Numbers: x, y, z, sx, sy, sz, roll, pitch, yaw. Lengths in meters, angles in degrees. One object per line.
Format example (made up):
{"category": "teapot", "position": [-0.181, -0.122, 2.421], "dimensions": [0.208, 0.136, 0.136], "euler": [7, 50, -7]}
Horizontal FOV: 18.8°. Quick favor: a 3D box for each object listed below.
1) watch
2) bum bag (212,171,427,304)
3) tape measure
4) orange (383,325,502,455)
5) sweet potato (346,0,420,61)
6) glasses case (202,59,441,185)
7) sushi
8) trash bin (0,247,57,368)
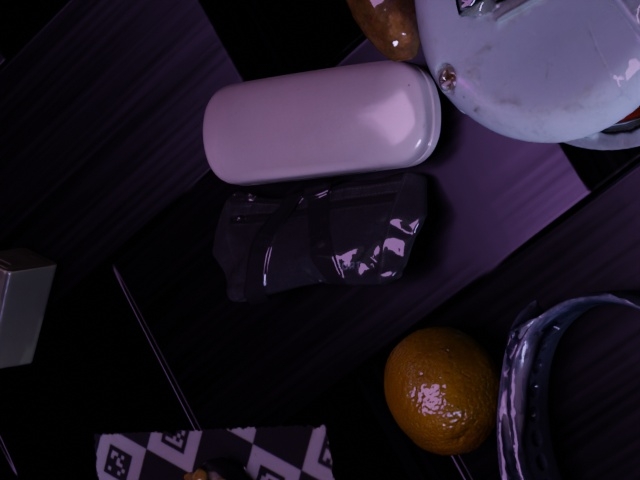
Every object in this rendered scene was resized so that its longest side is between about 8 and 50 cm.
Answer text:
{"category": "watch", "position": [0.202, 0.138, 1.285], "dimensions": [0.193, 0.068, 0.206], "euler": [16, 99, 38]}
{"category": "bum bag", "position": [0.000, 0.000, 1.433], "dimensions": [0.197, 0.049, 0.087], "euler": [-8, 64, 36]}
{"category": "tape measure", "position": [0.170, -0.173, 1.235], "dimensions": [0.246, 0.125, 0.243], "euler": [-25, 71, 35]}
{"category": "orange", "position": [0.086, 0.103, 1.355], "dimensions": [0.085, 0.085, 0.095], "euler": [-48, 44, 28]}
{"category": "sweet potato", "position": [0.038, -0.271, 1.358], "dimensions": [0.097, 0.097, 0.292], "euler": [-7, 97, 36]}
{"category": "glasses case", "position": [-0.002, -0.085, 1.423], "dimensions": [0.204, 0.051, 0.081], "euler": [-3, 88, 36]}
{"category": "sushi", "position": [-0.090, 0.294, 1.515], "dimensions": [0.264, 0.050, 0.290], "euler": [-6, 90, 36]}
{"category": "trash bin", "position": [-0.262, 0.057, 1.617], "dimensions": [0.043, 0.061, 0.092], "euler": [25, 110, 32]}
